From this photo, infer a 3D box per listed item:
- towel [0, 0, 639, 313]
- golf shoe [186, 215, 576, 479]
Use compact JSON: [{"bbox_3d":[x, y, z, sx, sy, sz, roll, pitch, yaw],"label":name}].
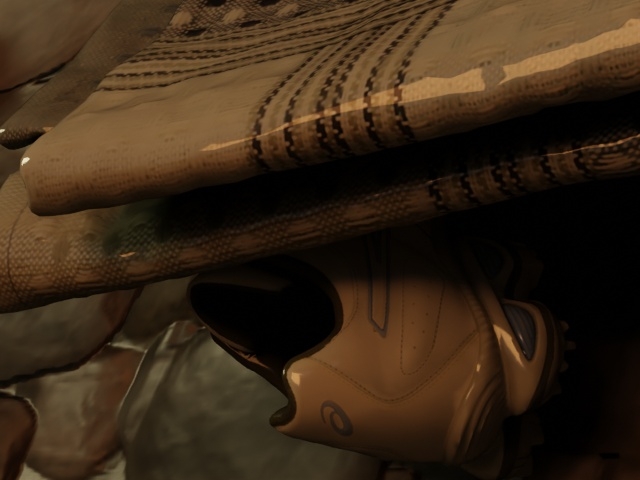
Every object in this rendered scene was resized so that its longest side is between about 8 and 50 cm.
[{"bbox_3d":[0.069,-0.106,0.572,0.324,0.056,0.312,-13,29,29],"label":"towel"},{"bbox_3d":[0.000,0.000,0.557,0.176,0.086,0.069,-125,41,-55],"label":"golf shoe"}]
